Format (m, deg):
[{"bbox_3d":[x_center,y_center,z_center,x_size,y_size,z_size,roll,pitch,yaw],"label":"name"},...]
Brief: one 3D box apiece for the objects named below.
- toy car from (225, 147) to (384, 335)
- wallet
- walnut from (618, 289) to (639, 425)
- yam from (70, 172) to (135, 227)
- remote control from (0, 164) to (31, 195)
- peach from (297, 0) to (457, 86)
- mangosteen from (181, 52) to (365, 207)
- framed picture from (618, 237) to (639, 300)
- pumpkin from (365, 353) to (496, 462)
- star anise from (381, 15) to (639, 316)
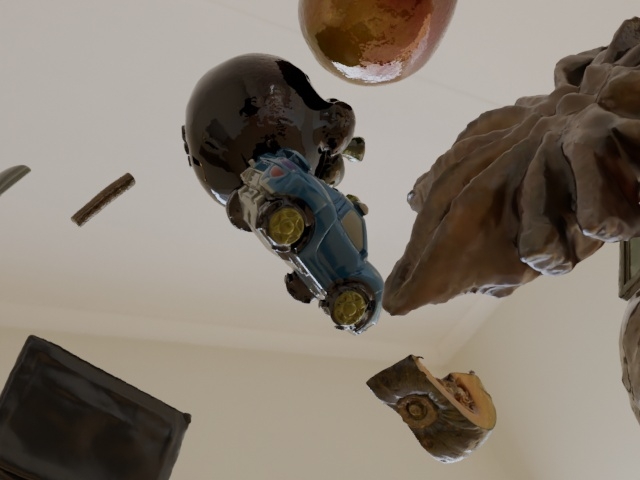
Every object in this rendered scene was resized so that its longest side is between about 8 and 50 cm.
[{"bbox_3d":[0.000,0.000,1.217,0.166,0.198,0.314,-40,-69,-8],"label":"toy car"},{"bbox_3d":[-0.293,0.301,0.912,0.041,0.323,0.247,-10,-39,46],"label":"wallet"},{"bbox_3d":[0.381,0.089,0.648,0.227,0.273,0.273,-57,-25,-34],"label":"walnut"},{"bbox_3d":[-0.412,-0.078,1.540,0.145,0.032,0.032,-46,-30,-30],"label":"yam"},{"bbox_3d":[-0.507,-0.067,1.224,0.050,0.184,0.027,-18,-65,28],"label":"remote control"},{"bbox_3d":[0.109,-0.436,1.498,0.308,0.308,0.332,-10,-3,-19],"label":"peach"},{"bbox_3d":[-0.092,-0.187,1.445,0.313,0.297,0.297,3,-32,25],"label":"mangosteen"},{"bbox_3d":[0.279,-0.065,0.655,0.010,0.201,0.136,19,-40,-2],"label":"framed picture"},{"bbox_3d":[0.243,0.326,1.711,0.139,0.190,0.280,-37,-81,26],"label":"pumpkin"},{"bbox_3d":[0.185,-0.056,0.509,0.349,0.292,0.109,-36,-64,5],"label":"star anise"}]
